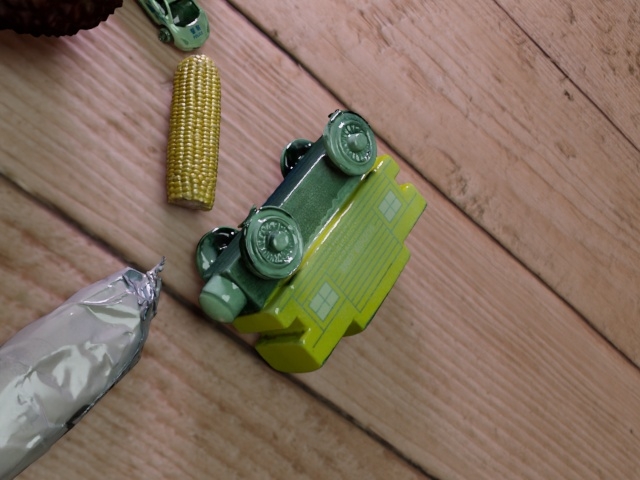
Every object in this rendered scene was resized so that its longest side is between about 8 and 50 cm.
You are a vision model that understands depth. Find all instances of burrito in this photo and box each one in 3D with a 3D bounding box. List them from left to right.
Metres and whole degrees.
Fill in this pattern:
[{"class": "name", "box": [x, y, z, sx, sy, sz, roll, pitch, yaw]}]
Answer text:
[{"class": "burrito", "box": [-0.339, 0.169, 0.879, 0.139, 0.101, 0.445, 51, 56, -5]}]

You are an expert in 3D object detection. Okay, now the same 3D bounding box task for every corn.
[{"class": "corn", "box": [-0.194, -0.165, 1.081, 0.081, 0.081, 0.249, 10, 71, -30]}]

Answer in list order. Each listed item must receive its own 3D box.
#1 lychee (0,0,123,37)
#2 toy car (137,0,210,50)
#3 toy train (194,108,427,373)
[{"class": "lychee", "box": [-0.385, -0.417, 0.907, 0.305, 0.330, 0.306, 4, 54, -6]}, {"class": "toy car", "box": [-0.245, -0.394, 1.128, 0.186, 0.058, 0.093, 52, 54, -9]}, {"class": "toy train", "box": [0.000, 0.000, 1.110, 0.272, 0.179, 0.442, 49, 55, -19]}]
